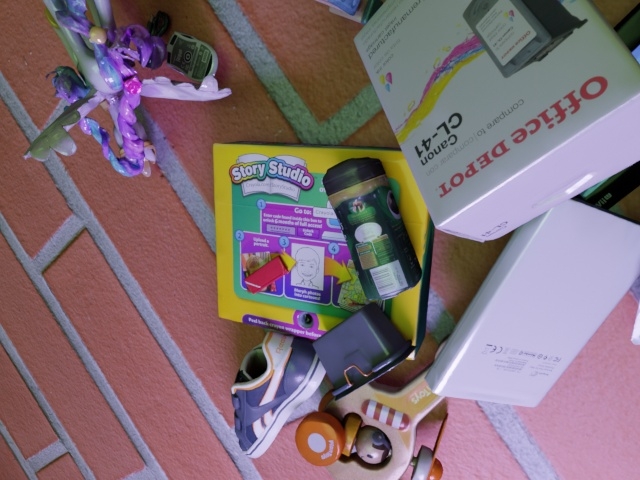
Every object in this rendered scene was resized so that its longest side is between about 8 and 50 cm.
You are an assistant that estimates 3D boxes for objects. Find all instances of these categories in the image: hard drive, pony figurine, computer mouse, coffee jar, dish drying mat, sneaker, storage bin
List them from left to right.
[{"bbox_3d":[-0.341,-0.272,0.714,0.351,0.302,0.364,23,132,63],"label":"pony figurine"},{"bbox_3d":[-0.250,-0.338,0.800,0.192,0.042,0.106,33,109,20],"label":"computer mouse"},{"bbox_3d":[-0.105,0.280,0.818,0.127,0.126,0.321,28,121,-5],"label":"sneaker"},{"bbox_3d":[-0.090,0.058,0.720,0.083,0.008,0.032,-34,86,27],"label":"dish drying mat"},{"bbox_3d":[0.053,0.159,0.642,0.135,0.098,0.091,-40,76,26],"label":"storage bin"},{"bbox_3d":[0.069,-0.021,0.585,0.079,0.096,0.185,-19,93,22],"label":"coffee jar"},{"bbox_3d":[0.297,0.096,0.595,0.202,0.040,0.308,14,113,-21],"label":"hard drive"}]

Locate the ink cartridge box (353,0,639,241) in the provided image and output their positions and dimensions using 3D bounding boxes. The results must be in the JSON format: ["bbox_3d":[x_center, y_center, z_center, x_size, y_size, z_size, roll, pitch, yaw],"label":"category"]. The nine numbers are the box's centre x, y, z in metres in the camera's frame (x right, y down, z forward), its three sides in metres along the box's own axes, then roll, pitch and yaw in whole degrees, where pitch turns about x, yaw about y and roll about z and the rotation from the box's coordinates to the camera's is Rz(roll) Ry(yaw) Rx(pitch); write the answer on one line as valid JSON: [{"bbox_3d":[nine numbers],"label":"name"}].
[{"bbox_3d":[0.191,-0.187,0.499,0.226,0.131,0.307,-38,56,37],"label":"ink cartridge box"}]

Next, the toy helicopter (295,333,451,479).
[{"bbox_3d":[0.146,0.297,0.729,0.235,0.140,0.355,47,107,12],"label":"toy helicopter"}]

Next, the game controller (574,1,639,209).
[{"bbox_3d":[0.366,-0.150,0.550,0.166,0.067,0.319,46,117,8],"label":"game controller"}]

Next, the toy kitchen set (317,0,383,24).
[{"bbox_3d":[0.079,-0.395,0.563,0.122,0.166,0.207,28,113,16],"label":"toy kitchen set"}]

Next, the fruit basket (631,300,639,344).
[{"bbox_3d":[0.539,-0.014,0.449,0.326,0.165,0.354,1,112,16],"label":"fruit basket"}]

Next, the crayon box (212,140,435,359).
[{"bbox_3d":[0.000,0.000,0.733,0.362,0.106,0.314,8,105,22],"label":"crayon box"}]
